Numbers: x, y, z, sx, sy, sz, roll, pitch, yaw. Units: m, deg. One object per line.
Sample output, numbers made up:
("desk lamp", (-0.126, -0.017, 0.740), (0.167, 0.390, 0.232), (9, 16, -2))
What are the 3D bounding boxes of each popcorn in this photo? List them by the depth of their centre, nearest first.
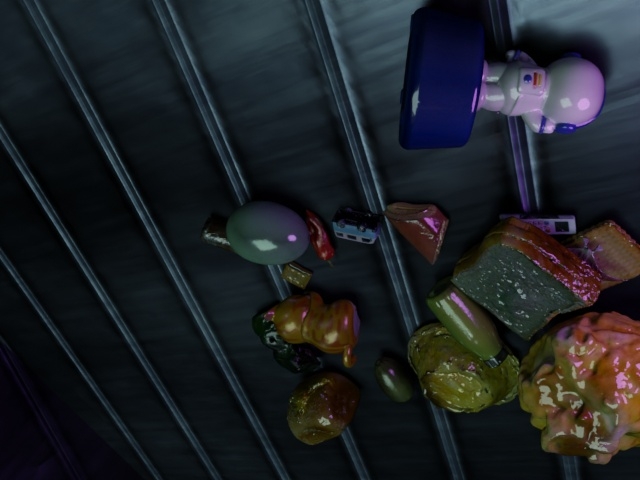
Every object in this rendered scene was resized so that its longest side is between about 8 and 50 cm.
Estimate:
("popcorn", (0.668, 0.331, 1.758), (0.389, 0.354, 0.344), (-12, 110, -16))

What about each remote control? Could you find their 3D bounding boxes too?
("remote control", (0.499, -0.042, 1.695), (0.166, 0.029, 0.065), (0, 146, 23))

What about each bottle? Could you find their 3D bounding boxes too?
("bottle", (0.389, 0.218, 1.919), (0.260, 0.112, 0.112), (50, 134, -10))

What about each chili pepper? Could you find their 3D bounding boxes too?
("chili pepper", (0.000, 0.000, 1.986), (0.059, 0.050, 0.191), (3, 125, 48))
("chili pepper", (-0.115, 0.331, 2.309), (0.148, 0.116, 0.264), (-22, 117, 43))

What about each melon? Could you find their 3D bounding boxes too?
("melon", (0.221, 0.418, 2.228), (0.099, 0.099, 0.162), (-20, 113, 39))

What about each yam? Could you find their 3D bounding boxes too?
("yam", (-0.268, -0.010, 2.098), (0.141, 0.079, 0.079), (20, 137, 6))

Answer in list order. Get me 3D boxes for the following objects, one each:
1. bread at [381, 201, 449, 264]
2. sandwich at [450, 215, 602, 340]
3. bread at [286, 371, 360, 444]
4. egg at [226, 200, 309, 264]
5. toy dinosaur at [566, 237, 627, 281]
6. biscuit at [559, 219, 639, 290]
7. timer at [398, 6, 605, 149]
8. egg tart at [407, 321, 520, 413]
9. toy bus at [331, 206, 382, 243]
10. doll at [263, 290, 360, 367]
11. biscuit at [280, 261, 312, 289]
("bread", (0.250, -0.031, 1.811), (0.192, 0.067, 0.119), (41, 136, -13))
("sandwich", (0.471, 0.092, 1.740), (0.271, 0.099, 0.301), (33, 152, 1))
("bread", (-0.011, 0.540, 2.395), (0.176, 0.196, 0.246), (38, 136, -16))
("egg", (-0.140, -0.019, 1.955), (0.230, 0.168, 0.168), (13, 135, 16))
("toy dinosaur", (0.590, 0.042, 1.676), (0.220, 0.032, 0.108), (27, 145, 15))
("biscuit", (0.622, 0.050, 1.714), (0.172, 0.029, 0.254), (40, 138, -16))
("timer", (0.349, -0.290, 1.416), (0.383, 0.270, 0.270), (7, 134, 3))
("egg tart", (0.399, 0.381, 2.080), (0.345, 0.132, 0.345), (13, 134, 14))
("toy bus", (0.096, -0.034, 1.897), (0.122, 0.060, 0.075), (12, 139, 20))
("doll", (-0.007, 0.240, 2.140), (0.269, 0.162, 0.167), (15, 146, 26))
("biscuit", (-0.070, 0.100, 2.140), (0.083, 0.018, 0.081), (29, 137, 2))
